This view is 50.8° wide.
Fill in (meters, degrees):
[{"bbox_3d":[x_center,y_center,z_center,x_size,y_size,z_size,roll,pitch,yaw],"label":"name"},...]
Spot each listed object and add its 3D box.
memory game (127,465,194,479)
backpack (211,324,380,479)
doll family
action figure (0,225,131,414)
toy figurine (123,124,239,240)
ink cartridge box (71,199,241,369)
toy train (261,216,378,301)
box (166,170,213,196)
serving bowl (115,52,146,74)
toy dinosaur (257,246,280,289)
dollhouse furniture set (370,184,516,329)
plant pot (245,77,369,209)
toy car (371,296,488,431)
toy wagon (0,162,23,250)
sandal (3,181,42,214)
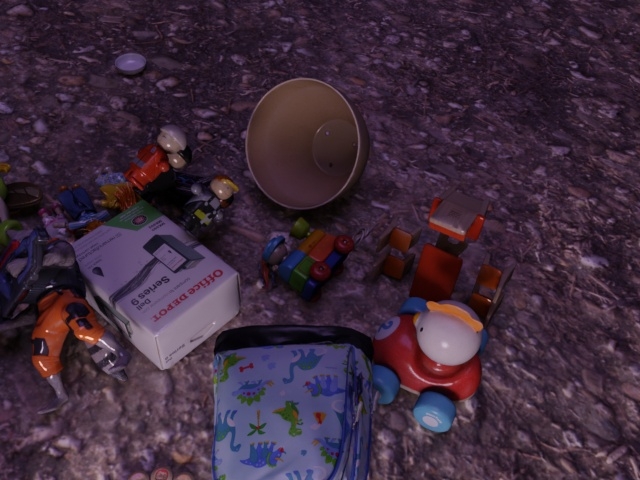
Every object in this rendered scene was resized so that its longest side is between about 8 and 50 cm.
[{"bbox_3d":[-0.263,0.446,1.067,0.186,0.012,0.186,2,48,-2],"label":"memory game"},{"bbox_3d":[-0.050,0.308,1.070,0.290,0.273,0.355,0,65,4],"label":"backpack"},{"bbox_3d":[-0.475,-0.069,1.436,0.263,0.118,0.163,-27,56,-26],"label":"doll family"},{"bbox_3d":[-0.493,0.133,1.211,0.179,0.341,0.330,-7,67,-53],"label":"action figure"},{"bbox_3d":[-0.272,-0.114,1.364,0.209,0.213,0.148,40,79,0],"label":"toy figurine"},{"bbox_3d":[-0.325,0.078,1.315,0.289,0.121,0.211,34,54,24],"label":"ink cartridge box"},{"bbox_3d":[0.000,0.000,1.407,0.143,0.105,0.248,35,54,10],"label":"toy train"},{"bbox_3d":[-0.307,-0.129,1.527,0.162,0.029,0.116,13,15,5],"label":"box"},{"bbox_3d":[-0.524,-0.483,1.863,0.083,0.027,0.083,3,48,-3],"label":"serving bowl"},{"bbox_3d":[-0.107,0.054,1.390,0.047,0.090,0.082,-12,94,-2],"label":"toy dinosaur"},{"bbox_3d":[0.236,0.035,1.310,0.262,0.259,0.135,24,41,18],"label":"dollhouse furniture set"},{"bbox_3d":[-0.002,-0.215,1.539,0.284,0.284,0.191,31,18,21],"label":"plant pot"},{"bbox_3d":[0.202,0.170,1.199,0.210,0.238,0.219,24,51,16],"label":"toy car"},{"bbox_3d":[-0.739,-0.021,1.374,0.267,0.068,0.344,13,55,16],"label":"toy wagon"},{"bbox_3d":[-0.694,-0.080,1.481,0.180,0.049,0.072,-17,54,0],"label":"sandal"}]
